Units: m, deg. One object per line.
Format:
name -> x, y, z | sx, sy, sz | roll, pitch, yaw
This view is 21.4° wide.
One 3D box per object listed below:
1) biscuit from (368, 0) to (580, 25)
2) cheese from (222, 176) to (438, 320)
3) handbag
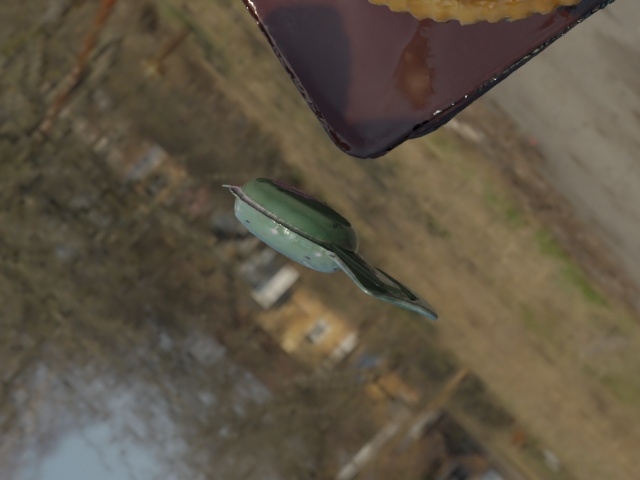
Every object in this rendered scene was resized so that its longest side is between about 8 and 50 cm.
biscuit -> 0.110, -0.212, 0.965 | 0.254, 0.254, 0.035 | 43, 163, 41
cheese -> 0.000, 0.000, 0.782 | 0.121, 0.026, 0.067 | 35, -169, 38
handbag -> 0.067, -0.220, 1.157 | 0.260, 0.275, 0.084 | 57, -148, 5
